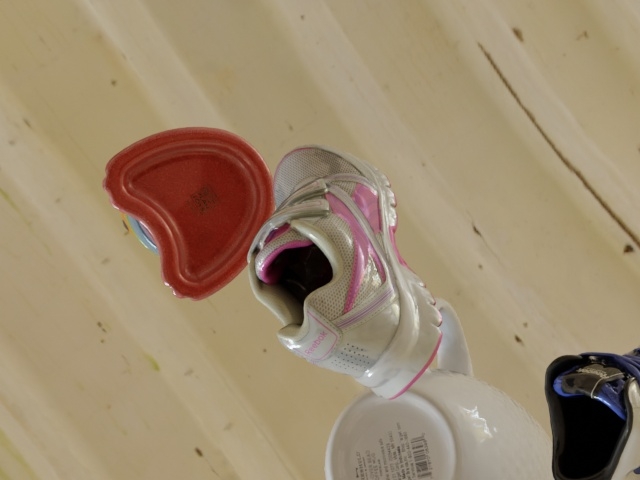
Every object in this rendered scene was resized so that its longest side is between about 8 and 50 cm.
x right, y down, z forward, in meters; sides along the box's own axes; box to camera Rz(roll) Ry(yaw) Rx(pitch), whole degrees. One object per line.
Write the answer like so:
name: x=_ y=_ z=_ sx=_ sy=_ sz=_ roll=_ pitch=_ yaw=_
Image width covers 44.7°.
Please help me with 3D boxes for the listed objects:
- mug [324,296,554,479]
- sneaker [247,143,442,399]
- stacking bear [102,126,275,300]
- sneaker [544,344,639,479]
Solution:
mug: x=0.156 y=0.262 z=1.045 sx=0.276 sy=0.328 sz=0.374 roll=-7 pitch=-114 yaw=26
sneaker: x=0.000 y=0.000 z=0.599 sx=0.103 sy=0.111 sz=0.252 roll=-52 pitch=-144 yaw=24
stacking bear: x=-0.170 y=-0.046 z=0.942 sx=0.164 sy=0.175 sz=0.289 roll=-35 pitch=-167 yaw=-16
sneaker: x=0.333 y=0.149 z=0.769 sx=0.316 sy=0.182 sz=0.127 roll=-52 pitch=-149 yaw=-10
